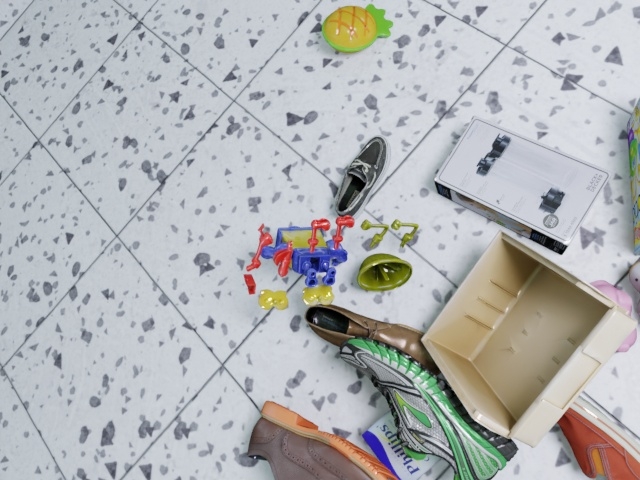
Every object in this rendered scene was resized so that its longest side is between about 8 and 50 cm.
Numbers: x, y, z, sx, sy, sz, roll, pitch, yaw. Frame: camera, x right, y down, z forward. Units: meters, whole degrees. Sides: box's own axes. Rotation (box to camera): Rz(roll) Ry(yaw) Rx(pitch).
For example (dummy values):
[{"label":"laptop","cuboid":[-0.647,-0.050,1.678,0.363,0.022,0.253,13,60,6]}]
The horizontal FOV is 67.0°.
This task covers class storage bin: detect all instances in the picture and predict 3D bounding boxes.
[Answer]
[{"label":"storage bin","cuboid":[0.331,0.155,0.818,0.123,0.260,0.262,30,102,-15]}]

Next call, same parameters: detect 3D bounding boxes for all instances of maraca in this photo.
[{"label":"maraca","cuboid":[0.092,-0.533,1.207,0.185,0.099,0.127,-23,78,-14]}]

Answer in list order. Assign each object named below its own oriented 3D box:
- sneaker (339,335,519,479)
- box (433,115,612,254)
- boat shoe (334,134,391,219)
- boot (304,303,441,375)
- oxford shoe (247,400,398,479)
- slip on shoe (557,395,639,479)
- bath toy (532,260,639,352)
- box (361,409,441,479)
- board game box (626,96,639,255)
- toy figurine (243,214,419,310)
[{"label":"sneaker","cuboid":[0.164,0.297,0.854,0.343,0.134,0.146,38,85,19]},{"label":"box","cuboid":[0.402,-0.117,0.989,0.289,0.087,0.169,30,87,23]},{"label":"boat shoe","cuboid":[0.098,-0.150,1.114,0.077,0.070,0.219,21,84,23]},{"label":"boot","cuboid":[0.104,0.206,0.995,0.305,0.115,0.112,17,79,21]},{"label":"oxford shoe","cuboid":[0.000,0.431,0.918,0.363,0.130,0.133,7,61,46]},{"label":"slip on shoe","cuboid":[0.474,0.354,0.826,0.331,0.123,0.101,44,97,19]},{"label":"bath toy","cuboid":[0.532,0.129,0.856,0.348,0.129,0.152,-22,70,13]},{"label":"box","cuboid":[0.175,0.387,0.943,0.137,0.072,0.126,-43,66,5]},{"label":"board game box","cuboid":[0.654,-0.120,0.870,0.144,0.142,0.276,1,76,21]},{"label":"toy figurine","cuboid":[0.000,0.000,1.040,0.217,0.362,0.191,-127,38,-57]}]
